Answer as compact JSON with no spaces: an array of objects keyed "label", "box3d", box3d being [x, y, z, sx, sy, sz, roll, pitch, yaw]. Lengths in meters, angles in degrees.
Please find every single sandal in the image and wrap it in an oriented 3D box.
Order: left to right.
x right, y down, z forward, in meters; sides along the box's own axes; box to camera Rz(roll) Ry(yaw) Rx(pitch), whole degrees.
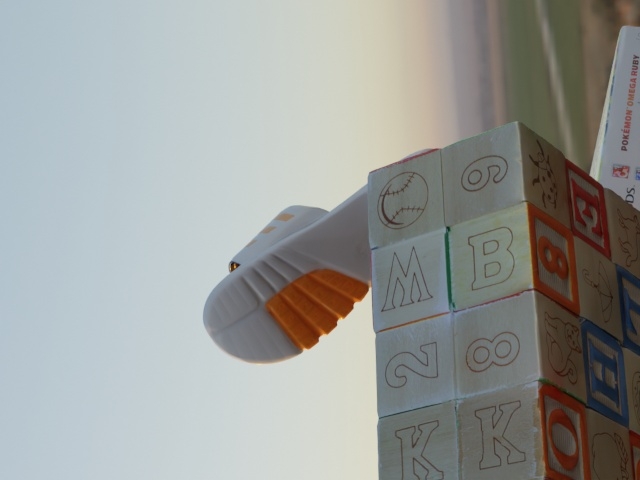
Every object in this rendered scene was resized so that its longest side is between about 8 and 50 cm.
[{"label":"sandal","box3d":[0.004,0.008,1.331,0.076,0.265,0.102,26,146,53]}]

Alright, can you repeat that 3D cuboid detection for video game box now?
[{"label":"video game box","box3d":[0.202,-0.009,1.060,0.205,0.048,0.187,89,-169,-54]}]

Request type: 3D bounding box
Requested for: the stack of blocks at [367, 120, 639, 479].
[{"label":"stack of blocks","box3d":[0.108,0.117,0.724,0.171,0.087,0.297,30,-129,-46]}]
